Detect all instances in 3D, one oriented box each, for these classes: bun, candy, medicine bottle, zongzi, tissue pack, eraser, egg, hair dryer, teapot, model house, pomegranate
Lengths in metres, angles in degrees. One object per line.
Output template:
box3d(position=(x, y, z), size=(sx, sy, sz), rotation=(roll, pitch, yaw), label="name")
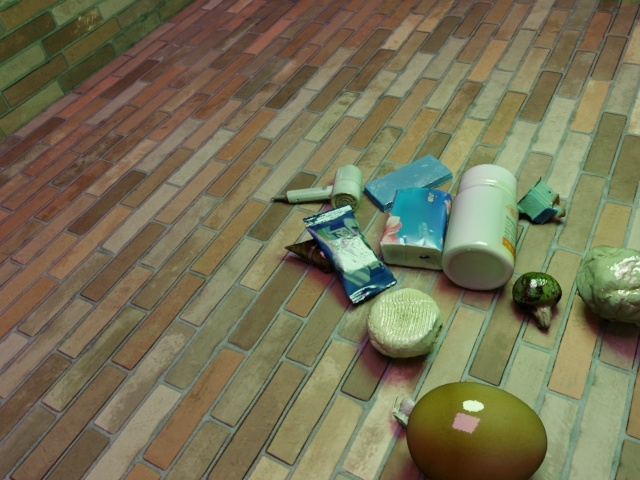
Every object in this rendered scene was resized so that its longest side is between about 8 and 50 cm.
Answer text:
box3d(position=(0.843, 0.135, 1.547), size=(0.282, 0.282, 0.204), rotation=(30, 93, 32), label="bun")
box3d(position=(0.096, 0.034, 1.814), size=(0.187, 0.077, 0.331), rotation=(-22, 69, -23), label="candy")
box3d(position=(0.243, 0.252, 1.609), size=(0.221, 0.134, 0.220), rotation=(-10, 47, 11), label="bun")
box3d(position=(0.517, -0.050, 1.786), size=(0.219, 0.219, 0.388), rotation=(6, 48, 16), label="medicine bottle")
box3d(position=(0.000, 0.000, 1.918), size=(0.184, 0.084, 0.187), rotation=(23, 54, 21), label="zongzi")
box3d(position=(0.328, -0.047, 1.872), size=(0.209, 0.137, 0.269), rotation=(8, 48, 15), label="tissue pack")
box3d(position=(0.329, -0.220, 2.099), size=(0.312, 0.042, 0.144), rotation=(-26, 48, -14), label="eraser")
box3d(position=(0.364, 0.460, 1.310), size=(0.323, 0.250, 0.250), rotation=(-1, 47, 4), label="egg")
box3d(position=(-0.023, -0.186, 2.104), size=(0.358, 0.107, 0.173), rotation=(-4, 44, 15), label="hair dryer")
box3d(position=(0.222, 0.450, 1.476), size=(0.083, 0.064, 0.064), rotation=(33, 68, 29), label="teapot")
box3d(position=(0.757, -0.117, 1.897), size=(0.149, 0.119, 0.148), rotation=(43, 43, 13), label="model house")
box3d(position=(0.634, 0.172, 1.642), size=(0.138, 0.163, 0.125), rotation=(-2, 6, -12), label="pomegranate")
